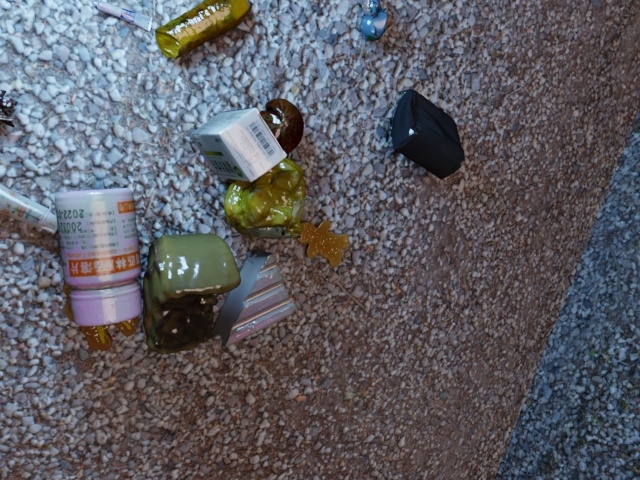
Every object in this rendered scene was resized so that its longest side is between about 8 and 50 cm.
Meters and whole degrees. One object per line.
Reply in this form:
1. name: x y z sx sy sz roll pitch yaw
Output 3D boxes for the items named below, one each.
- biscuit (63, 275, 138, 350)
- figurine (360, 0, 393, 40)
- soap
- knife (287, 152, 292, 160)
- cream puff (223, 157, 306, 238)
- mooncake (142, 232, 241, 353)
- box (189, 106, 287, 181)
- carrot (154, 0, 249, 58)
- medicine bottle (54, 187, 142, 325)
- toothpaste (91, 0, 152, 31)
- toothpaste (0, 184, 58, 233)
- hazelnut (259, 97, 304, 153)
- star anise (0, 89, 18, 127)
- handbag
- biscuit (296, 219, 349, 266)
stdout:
1. biscuit: -0.722 0.215 1.660 0.186 0.044 0.295 -35 116 -18
2. figurine: 0.209 -0.812 1.841 0.144 0.114 0.178 -10 98 -26
3. soap: -0.273 0.194 1.811 0.302 0.159 0.258 -26 116 -21
4. knife: -0.107 -0.213 1.873 0.045 0.021 0.222 0 103 -24
5. cream puff: -0.187 -0.146 1.726 0.274 0.323 0.270 -1 76 3
6. mooncake: -0.422 0.174 1.599 0.246 0.393 0.395 -2 101 -28
7. box: -0.261 -0.298 1.597 0.145 0.332 0.173 -42 117 -17
8. carrot: -0.360 -0.672 1.585 0.301 0.114 0.114 -36 116 -13
9. medicine bottle: -0.652 0.043 1.528 0.219 0.219 0.389 -6 97 -25
10. toothpaste: -0.585 -0.671 1.519 0.169 0.028 0.045 11 90 -30
11. toothpaste: -0.913 -0.116 1.476 0.323 0.066 0.100 28 85 -24
12. hazelnut: -0.143 -0.372 1.733 0.204 0.178 0.178 -49 118 -8
13. star anise: -0.919 -0.374 1.411 0.167 0.057 0.168 -2 98 -18
14. handbag: 0.399 -0.411 2.010 0.301 0.275 0.178 24 136 -31
15. biscuit: -0.001 0.000 1.970 0.240 0.035 0.158 29 86 -29
